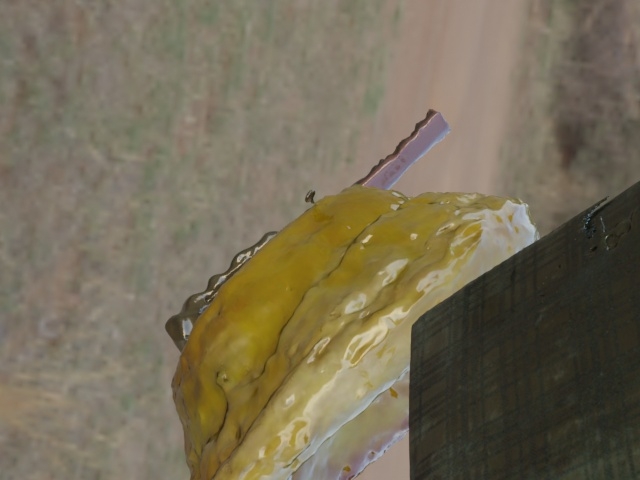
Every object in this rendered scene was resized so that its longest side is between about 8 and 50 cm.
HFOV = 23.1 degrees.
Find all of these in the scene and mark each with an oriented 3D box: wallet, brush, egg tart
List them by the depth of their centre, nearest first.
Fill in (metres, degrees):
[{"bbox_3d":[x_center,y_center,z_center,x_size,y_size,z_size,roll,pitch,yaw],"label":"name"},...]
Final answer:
[{"bbox_3d":[0.149,0.020,0.502,0.044,0.317,0.169,30,41,-31],"label":"wallet"},{"bbox_3d":[0.005,0.068,0.967,0.319,0.128,0.319,-44,167,-13],"label":"egg tart"},{"bbox_3d":[0.000,0.000,1.308,0.301,0.071,0.084,-42,138,-9],"label":"brush"}]
